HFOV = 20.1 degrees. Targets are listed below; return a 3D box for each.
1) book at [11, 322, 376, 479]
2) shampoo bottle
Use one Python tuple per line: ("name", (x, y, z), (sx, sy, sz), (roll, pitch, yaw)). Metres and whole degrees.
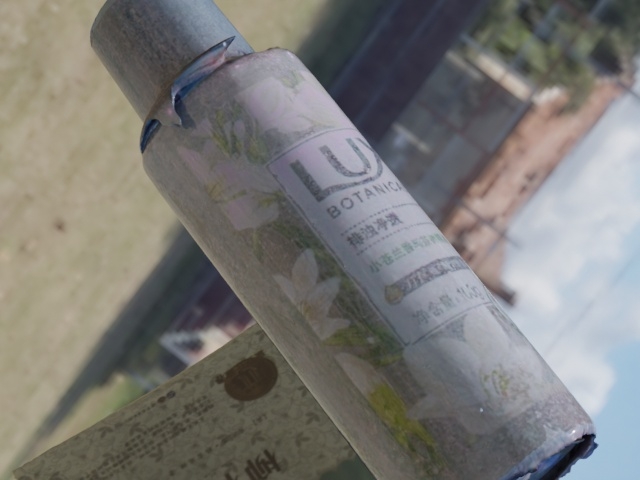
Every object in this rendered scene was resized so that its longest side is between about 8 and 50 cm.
("book", (-0.069, 0.244, 1.473), (0.264, 0.379, 0.031), (-32, 135, -10))
("shampoo bottle", (0.000, 0.000, 0.590), (0.072, 0.214, 0.072), (-34, 162, -13))
